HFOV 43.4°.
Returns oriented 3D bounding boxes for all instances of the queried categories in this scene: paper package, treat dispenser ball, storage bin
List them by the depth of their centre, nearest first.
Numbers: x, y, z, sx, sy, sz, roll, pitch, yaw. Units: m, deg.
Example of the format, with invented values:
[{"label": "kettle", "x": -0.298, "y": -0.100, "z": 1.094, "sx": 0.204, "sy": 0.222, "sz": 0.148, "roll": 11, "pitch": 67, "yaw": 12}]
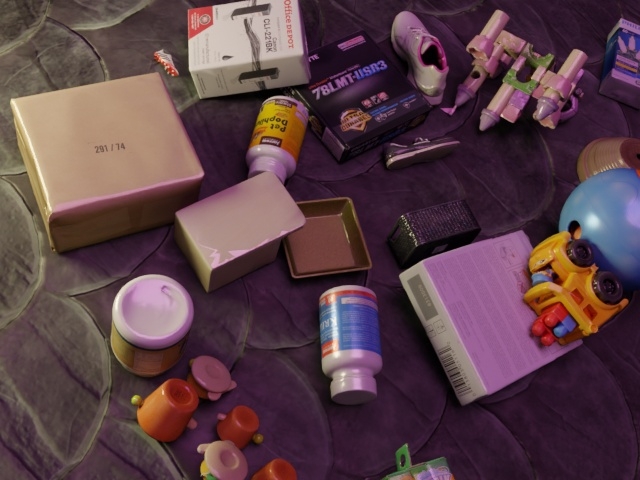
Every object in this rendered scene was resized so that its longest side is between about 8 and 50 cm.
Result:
[{"label": "paper package", "x": -0.447, "y": -0.170, "z": 1.691, "sx": 0.325, "sy": 0.168, "sz": 0.309, "roll": -16, "pitch": 67, "yaw": -23}, {"label": "storage bin", "x": 0.258, "y": -0.014, "z": 1.828, "sx": 0.180, "sy": 0.122, "sz": 0.084, "roll": -15, "pitch": 66, "yaw": -23}, {"label": "treat dispenser ball", "x": 0.702, "y": -0.024, "z": 1.865, "sx": 0.288, "sy": 0.288, "sz": 0.288, "roll": 7, "pitch": 59, "yaw": -12}]

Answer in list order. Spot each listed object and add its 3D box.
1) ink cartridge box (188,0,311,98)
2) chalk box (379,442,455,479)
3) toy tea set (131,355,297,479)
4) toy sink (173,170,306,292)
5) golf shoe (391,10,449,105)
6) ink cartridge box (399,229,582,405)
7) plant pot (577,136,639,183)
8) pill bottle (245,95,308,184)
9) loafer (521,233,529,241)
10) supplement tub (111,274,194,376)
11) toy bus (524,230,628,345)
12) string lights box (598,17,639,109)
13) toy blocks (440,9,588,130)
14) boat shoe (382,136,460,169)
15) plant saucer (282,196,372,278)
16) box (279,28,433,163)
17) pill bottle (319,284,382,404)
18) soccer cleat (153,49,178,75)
[{"label": "ink cartridge box", "x": -0.170, "y": -0.465, "z": 1.923, "sx": 0.273, "sy": 0.114, "sz": 0.196, "roll": -8, "pitch": 62, "yaw": 2}, {"label": "chalk box", "x": 0.179, "y": 0.493, "z": 1.507, "sx": 0.132, "sy": 0.132, "sz": 0.213, "roll": -12, "pitch": 64, "yaw": -22}, {"label": "toy tea set", "x": -0.200, "y": 0.381, "z": 1.497, "sx": 0.336, "sy": 0.124, "sz": 0.200, "roll": 50, "pitch": 31, "yaw": 19}, {"label": "toy sink", "x": -0.171, "y": -0.018, "z": 1.704, "sx": 0.234, "sy": 0.131, "sz": 0.152, "roll": -28, "pitch": 71, "yaw": -23}, {"label": "golf shoe", "x": 0.271, "y": -0.503, "z": 2.107, "sx": 0.115, "sy": 0.140, "sz": 0.306, "roll": -6, "pitch": 61, "yaw": -17}, {"label": "ink cartridge box", "x": 0.386, "y": 0.156, "z": 1.785, "sx": 0.385, "sy": 0.091, "sz": 0.308, "roll": -14, "pitch": 74, "yaw": -42}, {"label": "plant pot", "x": 0.803, "y": -0.188, "z": 2.095, "sx": 0.238, "sy": 0.109, "sz": 0.237, "roll": 8, "pitch": 59, "yaw": -13}, {"label": "pill bottle", "x": -0.103, "y": -0.220, "z": 1.846, "sx": 0.117, "sy": 0.117, "sz": 0.214, "roll": 16, "pitch": 58, "yaw": -6}, {"label": "loafer", "x": 0.448, "y": 0.030, "z": 1.913, "sx": 0.125, "sy": 0.039, "sz": 0.045, "roll": -38, "pitch": 107, "yaw": -27}, {"label": "supplement tub", "x": -0.319, "y": 0.166, "z": 1.512, "sx": 0.145, "sy": 0.199, "sz": 0.144, "roll": 7, "pitch": 60, "yaw": -12}, {"label": "toy bus", "x": 0.525, "y": 0.123, "z": 1.766, "sx": 0.211, "sy": 0.149, "sz": 0.220, "roll": -36, "pitch": 86, "yaw": -30}, {"label": "string lights box", "x": 0.897, "y": -0.513, "z": 2.328, "sx": 0.134, "sy": 0.076, "sz": 0.259, "roll": 22, "pitch": 57, "yaw": -1}, {"label": "toy blocks", "x": 0.504, "y": -0.376, "z": 2.085, "sx": 0.289, "sy": 0.309, "sz": 0.260, "roll": 33, "pitch": 90, "yaw": 18}, {"label": "boat shoe", "x": 0.247, "y": -0.232, "z": 1.981, "sx": 0.206, "sy": 0.075, "sz": 0.064, "roll": -16, "pitch": 69, "yaw": -18}, {"label": "plant saucer", "x": 0.000, "y": 0.000, "z": 1.792, "sx": 0.188, "sy": 0.045, "sz": 0.188, "roll": -6, "pitch": 63, "yaw": -19}, {"label": "box", "x": 0.080, "y": -0.367, "z": 2.015, "sx": 0.296, "sy": 0.073, "sz": 0.293, "roll": -28, "pitch": 73, "yaw": -29}, {"label": "pill bottle", "x": 0.062, "y": 0.214, "z": 1.638, "sx": 0.124, "sy": 0.124, "sz": 0.221, "roll": 5, "pitch": 59, "yaw": -13}, {"label": "soccer cleat", "x": -0.368, "y": -0.431, "z": 1.947, "sx": 0.083, "sy": 0.029, "sz": 0.036, "roll": 42, "pitch": 62, "yaw": 15}]
